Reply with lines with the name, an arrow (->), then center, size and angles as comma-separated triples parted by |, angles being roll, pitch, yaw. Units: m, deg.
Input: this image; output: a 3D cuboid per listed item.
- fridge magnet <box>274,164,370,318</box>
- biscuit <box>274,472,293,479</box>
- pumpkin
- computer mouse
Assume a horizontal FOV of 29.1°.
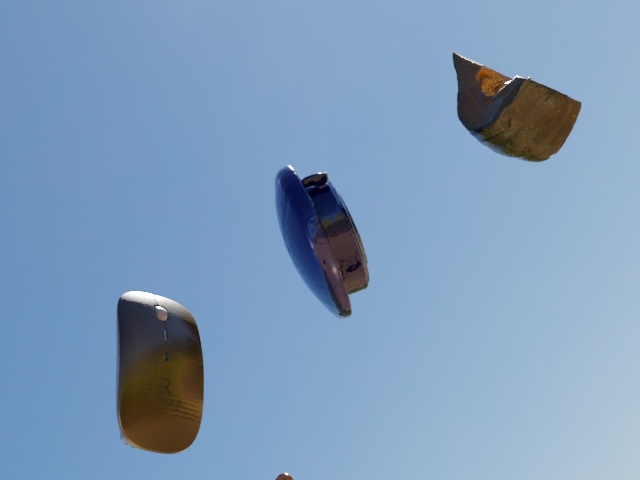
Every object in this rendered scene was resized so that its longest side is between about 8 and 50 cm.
fridge magnet -> 0.000, 0.000, 1.991 | 0.112, 0.266, 0.265 | -22, -25, -5
biscuit -> -0.041, 0.404, 1.820 | 0.019, 0.130, 0.102 | 20, -82, -47
pumpkin -> 0.284, -0.203, 1.932 | 0.130, 0.248, 0.126 | 15, -78, -22
computer mouse -> -0.222, 0.172, 1.678 | 0.125, 0.245, 0.056 | 17, -42, -28
